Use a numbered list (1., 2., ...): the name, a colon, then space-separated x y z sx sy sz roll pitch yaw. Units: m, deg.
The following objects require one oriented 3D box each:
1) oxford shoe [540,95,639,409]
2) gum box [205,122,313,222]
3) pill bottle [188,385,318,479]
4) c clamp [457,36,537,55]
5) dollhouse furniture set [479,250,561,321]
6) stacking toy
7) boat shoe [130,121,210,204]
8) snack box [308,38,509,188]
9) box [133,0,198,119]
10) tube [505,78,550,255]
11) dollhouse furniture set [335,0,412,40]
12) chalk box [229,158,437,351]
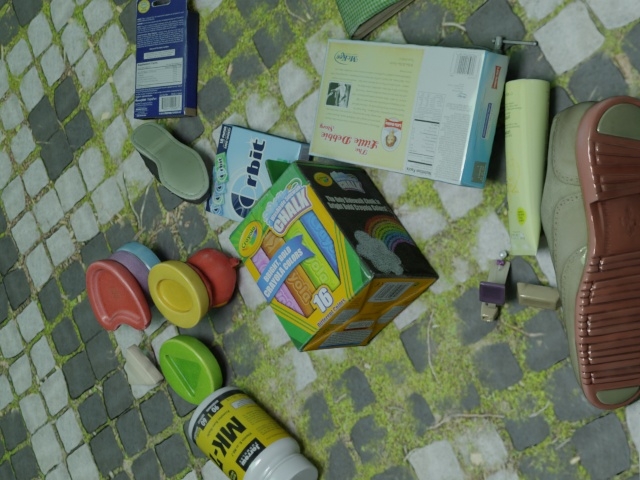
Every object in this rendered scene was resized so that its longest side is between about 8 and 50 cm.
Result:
1. oxford shoe: 0.361 0.015 1.321 0.146 0.141 0.396 -164 74 -69
2. gum box: -0.104 -0.103 1.716 0.184 0.041 0.156 19 101 38
3. pill bottle: -0.108 0.342 1.662 0.208 0.119 0.119 36 111 32
4. c clamp: 0.228 -0.219 1.471 0.137 0.022 0.160 20 101 36
5. dollhouse furniture set: 0.286 0.065 1.429 0.114 0.091 0.081 9 52 16
6. stacking toy: -0.258 0.132 1.824 0.309 0.130 0.279 5 118 41
7. boat shoe: -0.255 -0.128 1.806 0.081 0.068 0.228 -36 51 -11
8. snack box: 0.119 -0.193 1.503 0.322 0.060 0.187 17 99 47
9. box: -0.281 -0.335 1.863 0.137 0.037 0.225 2 92 38
10. tube: 0.281 -0.098 1.399 0.062 0.070 0.240 1 90 32
11. dollhouse furniture set: 0.084 -0.461 1.507 0.302 0.151 0.197 -31 70 34
12. chalk box: 0.000 0.000 1.548 0.179 0.180 0.289 -47 61 27
